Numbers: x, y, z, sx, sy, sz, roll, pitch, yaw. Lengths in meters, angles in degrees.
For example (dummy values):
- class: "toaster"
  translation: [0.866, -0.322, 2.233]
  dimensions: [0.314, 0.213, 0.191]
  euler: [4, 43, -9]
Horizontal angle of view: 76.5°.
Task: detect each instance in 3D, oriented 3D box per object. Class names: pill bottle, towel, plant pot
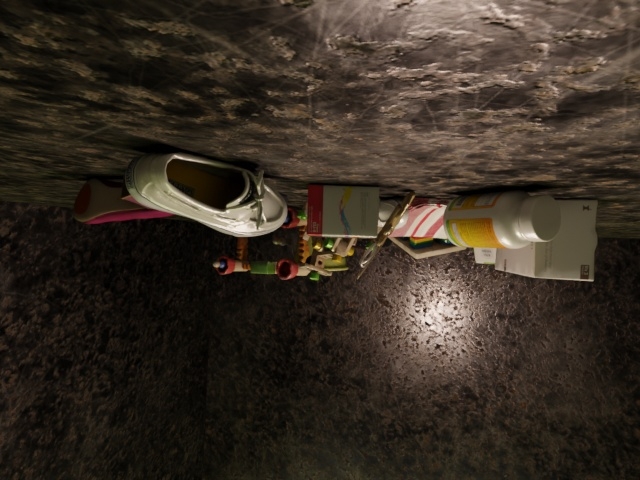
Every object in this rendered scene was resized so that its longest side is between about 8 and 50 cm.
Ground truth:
- class: "pill bottle"
  translation: [0.429, -0.049, 0.975]
  dimensions: [0.136, 0.136, 0.245]
  euler: [3, 180, -26]
- class: "towel"
  translation: [0.393, -0.056, 1.267]
  dimensions: [0.329, 0.037, 0.237]
  euler: [3, 157, -9]
- class: "plant pot"
  translation: [0.000, 0.000, 1.883]
  dimensions: [0.276, 0.254, 0.276]
  euler: [3, -179, 0]

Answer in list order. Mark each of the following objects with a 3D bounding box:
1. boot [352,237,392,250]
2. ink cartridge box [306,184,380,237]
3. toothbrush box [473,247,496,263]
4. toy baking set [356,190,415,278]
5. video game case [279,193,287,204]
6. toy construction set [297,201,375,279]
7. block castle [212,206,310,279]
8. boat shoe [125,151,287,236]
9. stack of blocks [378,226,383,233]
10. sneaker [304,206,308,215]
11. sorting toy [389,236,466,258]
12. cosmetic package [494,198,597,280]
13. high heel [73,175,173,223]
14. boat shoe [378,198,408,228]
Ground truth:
- class: "boot"
  translation: [0.245, 0.012, 2.011]
  dimensions: [0.219, 0.082, 0.106]
  euler: [1, 176, 11]
- class: "ink cartridge box"
  translation: [0.057, -0.071, 1.037]
  dimensions: [0.176, 0.127, 0.128]
  euler: [2, 179, 1]
- class: "toothbrush box"
  translation: [0.764, -0.001, 1.578]
  dimensions: [0.283, 0.122, 0.206]
  euler: [-20, -169, -33]
- class: "toy baking set"
  translation: [0.165, -0.019, 1.070]
  dimensions: [0.030, 0.256, 0.197]
  euler: [35, -146, 10]
- class: "video game case"
  translation: [-0.267, -0.131, 1.186]
  dimensions: [0.274, 0.035, 0.248]
  euler: [2, 179, 16]
- class: "toy construction set"
  translation: [0.011, 0.022, 1.479]
  dimensions: [0.257, 0.237, 0.309]
  euler: [12, 166, 34]
- class: "block castle"
  translation: [-0.265, 0.007, 1.779]
  dimensions: [0.453, 0.303, 0.213]
  euler: [1, 177, 36]
- class: "boat shoe"
  translation: [-0.161, -0.091, 0.783]
  dimensions: [0.156, 0.136, 0.367]
  euler: [-2, 167, 37]
- class: "stack of blocks"
  translation: [0.288, -0.071, 2.052]
  dimensions: [0.171, 0.087, 0.297]
  euler: [2, 179, 35]
- class: "sneaker"
  translation: [0.045, -0.090, 1.292]
  dimensions: [0.080, 0.094, 0.212]
  euler: [48, -161, 29]
- class: "sorting toy"
  translation: [0.476, -0.029, 1.829]
  dimensions: [0.255, 0.089, 0.257]
  euler: [-10, -155, -17]
- class: "cosmetic package"
  translation: [0.656, 0.000, 1.221]
  dimensions: [0.156, 0.217, 0.385]
  euler: [2, 178, 10]
- class: "high heel"
  translation: [-0.494, -0.090, 1.071]
  dimensions: [0.377, 0.127, 0.181]
  euler: [-2, 166, 36]
- class: "boat shoe"
  translation: [0.173, -0.080, 1.246]
  dimensions: [0.084, 0.095, 0.258]
  euler: [-2, 180, -21]
